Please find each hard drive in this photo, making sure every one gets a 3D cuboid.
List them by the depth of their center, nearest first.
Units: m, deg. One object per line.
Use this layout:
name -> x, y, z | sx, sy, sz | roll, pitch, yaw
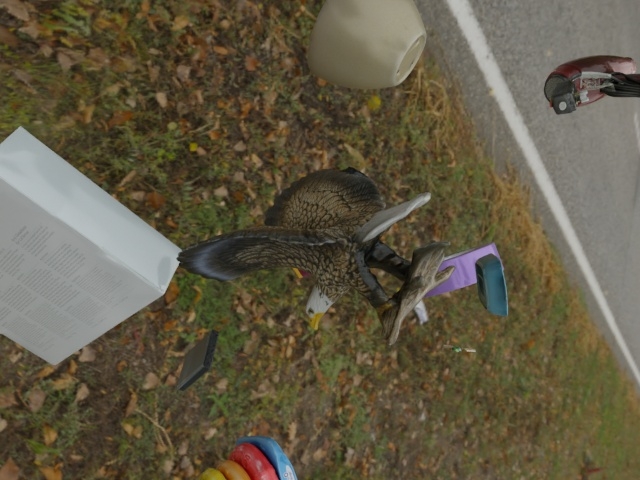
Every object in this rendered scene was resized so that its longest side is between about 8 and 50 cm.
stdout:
hard drive -> -0.272, 0.268, 1.202 | 0.022, 0.135, 0.094 | 29, 42, -22

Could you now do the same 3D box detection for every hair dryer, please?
hair dryer -> 0.475, -0.236, 0.856 | 0.293, 0.224, 0.080 | -58, 152, -52

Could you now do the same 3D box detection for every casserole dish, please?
casserole dish -> 0.331, 0.086, 1.056 | 0.188, 0.037, 0.114 | -21, 104, -79

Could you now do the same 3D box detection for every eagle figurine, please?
eagle figurine -> -0.005, 0.010, 0.680 | 0.225, 0.298, 0.226 | -59, 158, -4

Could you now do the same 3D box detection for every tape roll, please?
tape roll -> 0.411, 0.091, 1.652 | 0.275, 0.275, 0.090 | -16, 85, -51

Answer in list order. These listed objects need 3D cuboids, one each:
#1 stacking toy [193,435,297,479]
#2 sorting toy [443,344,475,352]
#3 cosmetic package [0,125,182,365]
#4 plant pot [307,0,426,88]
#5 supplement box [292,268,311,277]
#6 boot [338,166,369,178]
stacking toy -> -0.197, 0.465, 0.917 | 0.302, 0.166, 0.175 | -10, 80, -37
sorting toy -> 0.326, 0.260, 1.288 | 0.083, 0.062, 0.012 | 16, 79, -50
cosmetic package -> -0.440, 0.037, 0.846 | 0.284, 0.377, 0.097 | 41, 39, -25
plant pot -> 0.130, -0.465, 1.251 | 0.284, 0.191, 0.284 | -50, 166, -17
supplement box -> 0.022, 0.012, 1.312 | 0.080, 0.188, 0.104 | 61, 21, -50
boot -> 0.019, -0.054, 1.010 | 0.207, 0.094, 0.246 | -61, 174, -13
